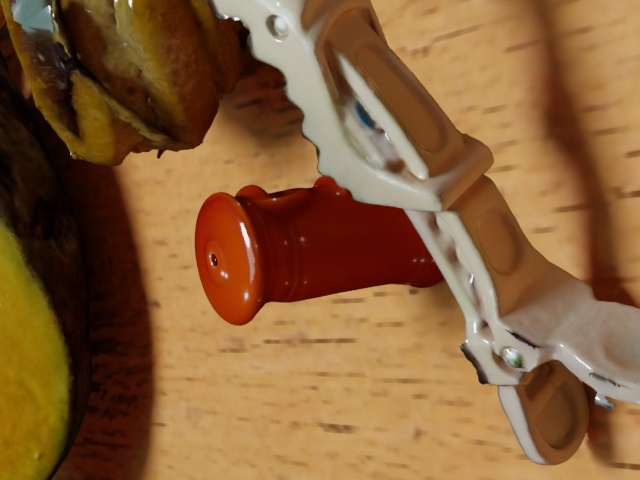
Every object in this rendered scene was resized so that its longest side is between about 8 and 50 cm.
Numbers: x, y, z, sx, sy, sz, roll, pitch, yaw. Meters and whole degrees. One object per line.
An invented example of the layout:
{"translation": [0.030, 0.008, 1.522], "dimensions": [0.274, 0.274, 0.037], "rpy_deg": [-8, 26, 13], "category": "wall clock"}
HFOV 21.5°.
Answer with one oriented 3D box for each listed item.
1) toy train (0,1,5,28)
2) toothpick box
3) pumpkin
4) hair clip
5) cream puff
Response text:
{"translation": [-0.246, -0.185, 0.916], "dimensions": [0.177, 0.116, 0.285], "rpy_deg": [-58, 46, 37], "category": "toy train"}
{"translation": [0.000, 0.000, 0.579], "dimensions": [0.047, 0.083, 0.047], "rpy_deg": [26, 120, 55], "category": "toothpick box"}
{"translation": [-0.184, 0.059, 0.894], "dimensions": [0.148, 0.169, 0.312], "rpy_deg": [35, 113, -2], "category": "pumpkin"}
{"translation": [0.025, -0.029, 0.494], "dimensions": [0.226, 0.034, 0.072], "rpy_deg": [52, 145, -6], "category": "hair clip"}
{"translation": [-0.072, -0.096, 0.649], "dimensions": [0.119, 0.104, 0.133], "rpy_deg": [61, -160, -81], "category": "cream puff"}
